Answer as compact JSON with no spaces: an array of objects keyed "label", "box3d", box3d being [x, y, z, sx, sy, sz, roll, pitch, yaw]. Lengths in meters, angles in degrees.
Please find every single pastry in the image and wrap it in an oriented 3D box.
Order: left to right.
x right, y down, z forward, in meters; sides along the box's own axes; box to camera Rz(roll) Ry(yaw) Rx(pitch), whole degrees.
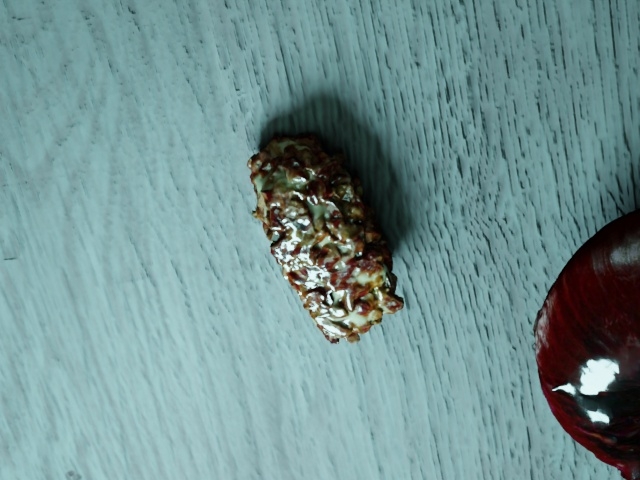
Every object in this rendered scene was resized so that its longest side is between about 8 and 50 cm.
[{"label":"pastry","box3d":[0.002,-0.001,1.505,0.115,0.097,0.208,-19,119,9]}]

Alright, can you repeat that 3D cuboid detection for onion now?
[{"label":"onion","box3d":[0.346,0.106,1.439,0.314,0.232,0.313,4,127,6]}]
